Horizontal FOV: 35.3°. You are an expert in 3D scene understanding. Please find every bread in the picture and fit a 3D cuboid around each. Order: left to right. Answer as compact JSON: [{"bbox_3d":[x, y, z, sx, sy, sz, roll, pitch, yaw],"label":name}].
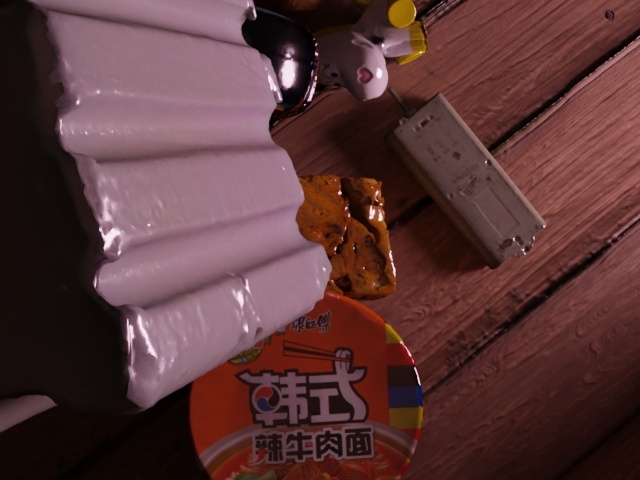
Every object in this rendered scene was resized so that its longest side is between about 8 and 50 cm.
[{"bbox_3d":[0.000,0.000,1.166,0.149,0.158,0.143,-1,82,-7],"label":"bread"}]

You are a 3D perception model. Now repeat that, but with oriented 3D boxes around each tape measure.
[{"bbox_3d":[-0.113,-0.204,1.140,0.223,0.202,0.135,5,88,-3],"label":"tape measure"}]

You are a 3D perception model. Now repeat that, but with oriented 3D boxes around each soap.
[{"bbox_3d":[-0.179,-0.052,0.845,0.213,0.435,0.350,-13,95,17],"label":"soap"}]

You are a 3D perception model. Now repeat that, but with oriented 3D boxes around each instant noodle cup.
[{"bbox_3d":[-0.027,0.181,1.129,0.250,0.192,0.250,1,86,-8],"label":"instant noodle cup"}]

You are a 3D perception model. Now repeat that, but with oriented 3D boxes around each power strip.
[{"bbox_3d":[0.170,-0.087,1.255,0.092,0.034,0.268,-40,92,-8],"label":"power strip"}]

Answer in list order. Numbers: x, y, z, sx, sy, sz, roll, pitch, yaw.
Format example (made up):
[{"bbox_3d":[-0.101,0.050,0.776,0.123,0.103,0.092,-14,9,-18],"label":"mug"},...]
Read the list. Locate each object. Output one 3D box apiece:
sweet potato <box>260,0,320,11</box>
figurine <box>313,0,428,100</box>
[{"bbox_3d":[-0.132,-0.424,1.203,0.109,0.109,0.385,-38,91,-9],"label":"sweet potato"},{"bbox_3d":[0.045,-0.233,1.229,0.129,0.109,0.178,39,81,23],"label":"figurine"}]
